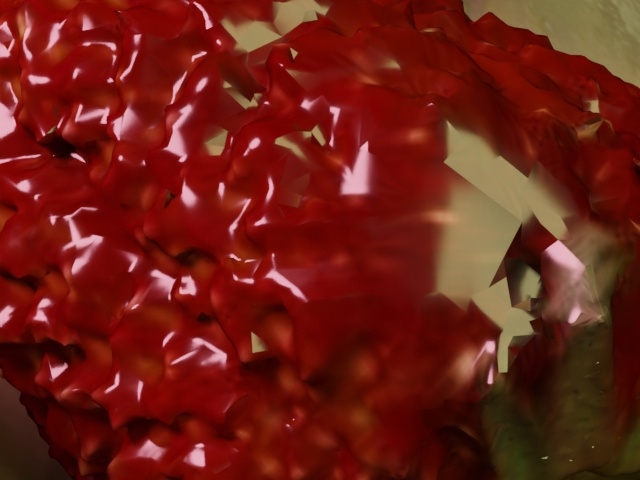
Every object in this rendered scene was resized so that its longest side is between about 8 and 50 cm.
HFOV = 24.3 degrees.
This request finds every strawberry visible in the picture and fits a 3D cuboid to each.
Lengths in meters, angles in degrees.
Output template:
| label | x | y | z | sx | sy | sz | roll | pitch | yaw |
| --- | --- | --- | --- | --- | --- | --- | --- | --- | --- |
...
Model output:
| label | x | y | z | sx | sy | sz | roll | pitch | yaw |
| --- | --- | --- | --- | --- | --- | --- | --- | --- | --- |
| strawberry | 0.001 | 0.001 | 0.617 | 0.292 | 0.292 | 0.343 | -12 | 53 | -44 |
